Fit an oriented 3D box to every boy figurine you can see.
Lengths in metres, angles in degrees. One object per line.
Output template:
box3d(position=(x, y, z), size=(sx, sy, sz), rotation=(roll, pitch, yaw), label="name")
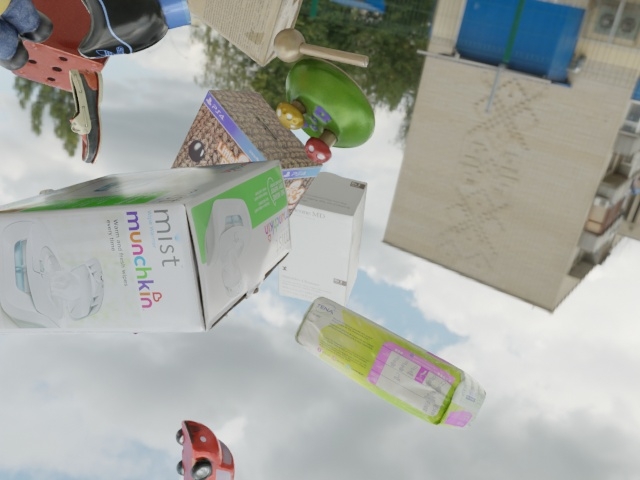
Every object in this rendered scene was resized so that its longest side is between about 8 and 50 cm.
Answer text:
box3d(position=(-0.454, -0.318, 0.808), size=(0.092, 0.177, 0.285), rotation=(35, 174, 11), label="boy figurine")

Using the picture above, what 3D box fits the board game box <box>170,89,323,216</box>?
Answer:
box3d(position=(-0.174, -0.121, 1.328), size=(0.141, 0.291, 0.232), rotation=(-13, -124, -49), label="board game box")

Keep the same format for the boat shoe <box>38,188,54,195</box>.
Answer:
box3d(position=(-0.558, -0.055, 1.292), size=(0.035, 0.100, 0.035), rotation=(1, 168, 21), label="boat shoe")

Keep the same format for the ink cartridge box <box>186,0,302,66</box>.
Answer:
box3d(position=(-0.127, -0.457, 1.131), size=(0.193, 0.235, 0.088), rotation=(39, -122, 5), label="ink cartridge box")

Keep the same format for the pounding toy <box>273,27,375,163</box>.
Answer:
box3d(position=(-0.012, -0.219, 1.083), size=(0.183, 0.237, 0.110), rotation=(30, -114, 23), label="pounding toy")

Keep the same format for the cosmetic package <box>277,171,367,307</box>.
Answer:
box3d(position=(0.000, 0.000, 1.800), size=(0.217, 0.385, 0.156), rotation=(12, -133, 12), label="cosmetic package")

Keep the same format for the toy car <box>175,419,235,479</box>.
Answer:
box3d(position=(-0.131, 0.308, 0.715), size=(0.053, 0.239, 0.225), rotation=(-7, 174, -26), label="toy car")

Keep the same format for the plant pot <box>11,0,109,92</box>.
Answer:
box3d(position=(-0.630, -0.519, 1.577), size=(0.267, 0.236, 0.267), rotation=(14, 159, -33), label="plant pot")

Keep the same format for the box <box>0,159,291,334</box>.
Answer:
box3d(position=(-0.180, 0.000, 0.692), size=(0.231, 0.127, 0.262), rotation=(-3, -166, 16), label="box")

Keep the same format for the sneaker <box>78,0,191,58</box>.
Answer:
box3d(position=(-0.182, -0.247, 0.461), size=(0.090, 0.232, 0.081), rotation=(-27, -171, -9), label="sneaker")

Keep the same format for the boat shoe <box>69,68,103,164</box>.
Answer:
box3d(position=(-0.341, -0.178, 0.934), size=(0.043, 0.137, 0.049), rotation=(-4, -164, -37), label="boat shoe")

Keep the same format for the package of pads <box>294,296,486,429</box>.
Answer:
box3d(position=(0.121, 0.214, 1.112), size=(0.296, 0.101, 0.229), rotation=(26, 174, 28), label="package of pads")
